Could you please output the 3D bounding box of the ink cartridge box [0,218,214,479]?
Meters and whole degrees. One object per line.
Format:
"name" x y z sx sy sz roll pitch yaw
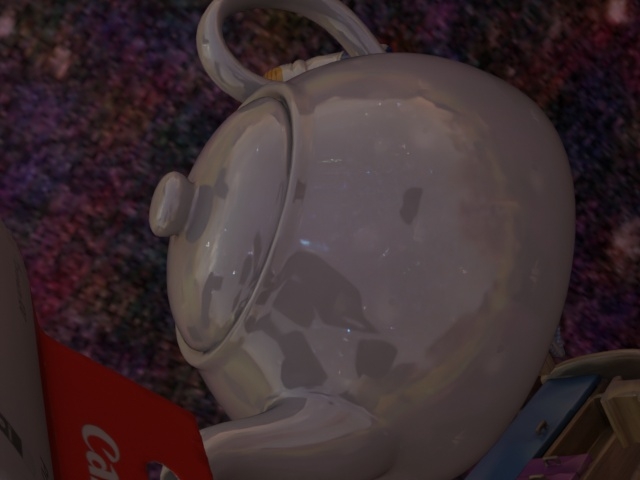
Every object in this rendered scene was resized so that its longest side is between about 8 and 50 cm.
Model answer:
"ink cartridge box" -0.106 0.041 0.489 0.066 0.232 0.189 -55 27 16

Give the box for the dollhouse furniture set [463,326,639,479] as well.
"dollhouse furniture set" 0.174 0.056 1.167 0.286 0.303 0.198 -15 20 44

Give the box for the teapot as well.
"teapot" 0.000 0.000 0.790 0.253 0.187 0.256 -69 20 7

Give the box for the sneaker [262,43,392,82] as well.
"sneaker" 0.057 -0.056 1.338 0.131 0.296 0.112 -18 53 13
